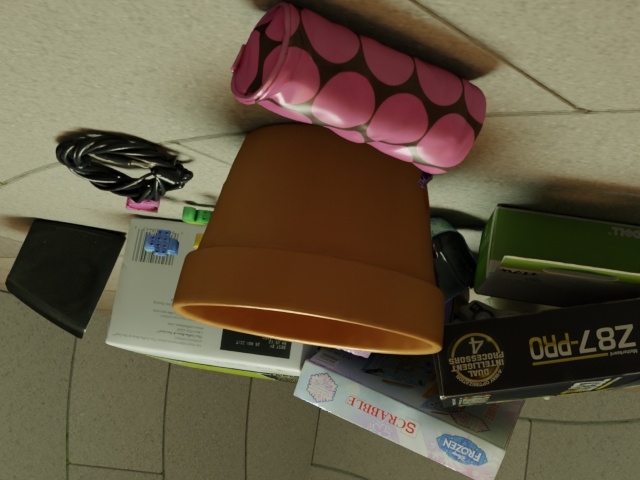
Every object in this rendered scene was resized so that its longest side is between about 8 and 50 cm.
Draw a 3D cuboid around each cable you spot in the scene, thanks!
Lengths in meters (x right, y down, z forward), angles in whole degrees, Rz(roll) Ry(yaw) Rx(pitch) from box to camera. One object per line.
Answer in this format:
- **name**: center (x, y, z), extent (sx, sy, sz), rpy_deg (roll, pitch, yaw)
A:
- **cable**: center (-0.256, -0.087, 1.285), extent (0.150, 0.047, 0.184), rpy_deg (18, 166, -39)

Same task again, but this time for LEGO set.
- **LEGO set**: center (-0.179, -0.016, 1.479), extent (0.227, 0.087, 0.093), rpy_deg (8, 169, 1)

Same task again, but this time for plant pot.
- **plant pot**: center (0.000, 0.000, 1.115), extent (0.291, 0.203, 0.291), rpy_deg (9, 170, 2)
- **plant pot**: center (-0.475, 0.061, 1.897), extent (0.167, 0.188, 0.187), rpy_deg (23, 167, -10)

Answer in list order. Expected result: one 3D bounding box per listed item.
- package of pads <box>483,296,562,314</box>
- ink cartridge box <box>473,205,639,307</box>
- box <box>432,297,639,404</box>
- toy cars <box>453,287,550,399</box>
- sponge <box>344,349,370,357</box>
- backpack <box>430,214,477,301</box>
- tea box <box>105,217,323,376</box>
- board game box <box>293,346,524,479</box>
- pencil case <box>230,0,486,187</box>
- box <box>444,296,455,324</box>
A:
- **package of pads**: center (0.428, 0.147, 1.786), extent (0.229, 0.101, 0.296), rpy_deg (12, 169, -8)
- **ink cartridge box**: center (0.297, 0.014, 1.233), extent (0.189, 0.097, 0.255), rpy_deg (8, 168, 3)
- **box**: center (0.304, 0.148, 1.317), extent (0.318, 0.097, 0.395), rpy_deg (-9, 168, 5)
- **toy cars**: center (0.266, 0.135, 1.703), extent (0.176, 0.087, 0.394), rpy_deg (51, 168, -24)
- **sponge**: center (0.064, 0.066, 1.453), extent (0.117, 0.210, 0.031), rpy_deg (20, -153, -21)
- **backpack**: center (0.143, 0.022, 1.365), extent (0.084, 0.105, 0.114), rpy_deg (55, 175, 49)
- **tea box**: center (-0.136, 0.114, 1.758), extent (0.329, 0.220, 0.323), rpy_deg (7, 168, 13)
- **board game box**: center (0.156, 0.239, 1.631), extent (0.318, 0.066, 0.319), rpy_deg (23, -166, 14)
- **pencil case**: center (0.028, -0.115, 0.818), extent (0.209, 0.095, 0.098), rpy_deg (19, -179, -35)
- **box**: center (0.104, 0.084, 1.585), extent (0.207, 0.153, 0.108), rpy_deg (6, 168, 9)
